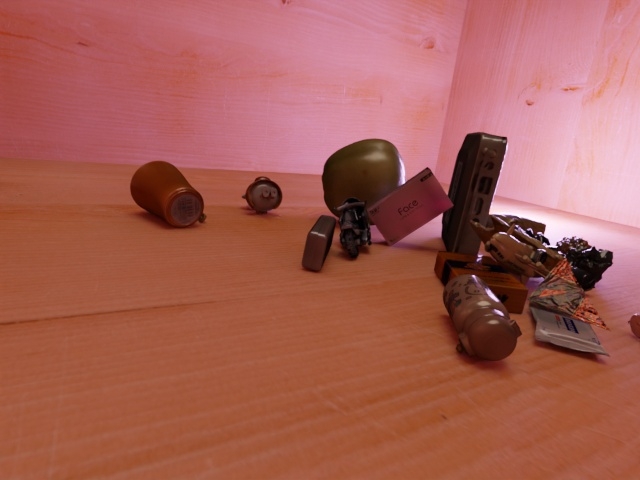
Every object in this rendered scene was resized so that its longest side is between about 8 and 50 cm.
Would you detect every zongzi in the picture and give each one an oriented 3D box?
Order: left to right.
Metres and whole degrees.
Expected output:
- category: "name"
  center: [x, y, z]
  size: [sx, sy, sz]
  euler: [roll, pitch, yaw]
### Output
- category: "zongzi"
  center: [0.754, -0.054, 1.689]
  size: [0.228, 0.115, 0.256]
  euler: [5, 4, -22]

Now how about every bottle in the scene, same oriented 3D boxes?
- category: "bottle"
  center: [0.287, 0.144, 0.760]
  size: [0.110, 0.097, 0.209]
  euler: [-29, 9, 13]

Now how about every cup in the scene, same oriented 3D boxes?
- category: "cup"
  center: [-0.485, -0.137, 1.362]
  size: [0.264, 0.182, 0.226]
  euler: [32, -3, 43]

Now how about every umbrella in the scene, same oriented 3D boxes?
- category: "umbrella"
  center: [0.650, 0.045, 1.227]
  size: [0.154, 0.128, 0.337]
  euler: [7, 18, -8]

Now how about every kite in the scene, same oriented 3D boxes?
- category: "kite"
  center: [0.530, 0.122, 0.920]
  size: [0.125, 0.008, 0.222]
  euler: [-13, 40, 12]

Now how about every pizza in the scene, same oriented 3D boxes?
- category: "pizza"
  center: [0.537, 0.017, 1.161]
  size: [0.262, 0.181, 0.034]
  euler: [39, 65, 5]

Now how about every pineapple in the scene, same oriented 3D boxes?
- category: "pineapple"
  center: [0.808, 0.054, 1.267]
  size: [0.111, 0.119, 0.237]
  euler: [-4, 14, 13]

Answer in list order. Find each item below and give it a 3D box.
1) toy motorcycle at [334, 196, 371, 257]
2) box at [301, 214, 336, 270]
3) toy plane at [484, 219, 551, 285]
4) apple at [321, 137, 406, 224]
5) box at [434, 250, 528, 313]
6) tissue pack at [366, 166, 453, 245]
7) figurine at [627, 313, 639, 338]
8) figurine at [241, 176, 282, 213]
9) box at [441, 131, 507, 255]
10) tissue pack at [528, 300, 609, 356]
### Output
- category: "toy motorcycle"
  center: [0.101, -0.048, 1.264]
  size: [0.106, 0.159, 0.270]
  euler: [-12, 9, 14]
- category: "box"
  center: [0.000, 0.000, 1.131]
  size: [0.055, 0.103, 0.244]
  euler: [13, 16, 5]
- category: "toy plane"
  center: [0.503, 0.040, 1.050]
  size: [0.256, 0.104, 0.242]
  euler: [42, -3, -37]
- category: "apple"
  center: [0.173, -0.219, 1.594]
  size: [0.357, 0.358, 0.357]
  euler: [6, 15, -2]
- category: "box"
  center: [0.389, 0.096, 1.026]
  size: [0.152, 0.070, 0.237]
  euler: [6, 14, 0]
- category: "tissue pack"
  center: [0.294, -0.109, 1.357]
  size: [0.246, 0.149, 0.092]
  euler: [-35, 7, 15]
- category: "figurine"
  center: [0.801, 0.162, 0.856]
  size: [0.275, 0.133, 0.200]
  euler: [-1, 28, -9]
- category: "figurine"
  center: [-0.237, -0.166, 1.630]
  size: [0.143, 0.143, 0.271]
  euler: [0, -16, -24]
- category: "box"
  center: [0.502, -0.159, 1.384]
  size: [0.111, 0.396, 0.396]
  euler: [11, 15, 10]
- category: "tissue pack"
  center: [0.498, 0.180, 0.841]
  size: [0.122, 0.026, 0.193]
  euler: [13, 16, 20]
